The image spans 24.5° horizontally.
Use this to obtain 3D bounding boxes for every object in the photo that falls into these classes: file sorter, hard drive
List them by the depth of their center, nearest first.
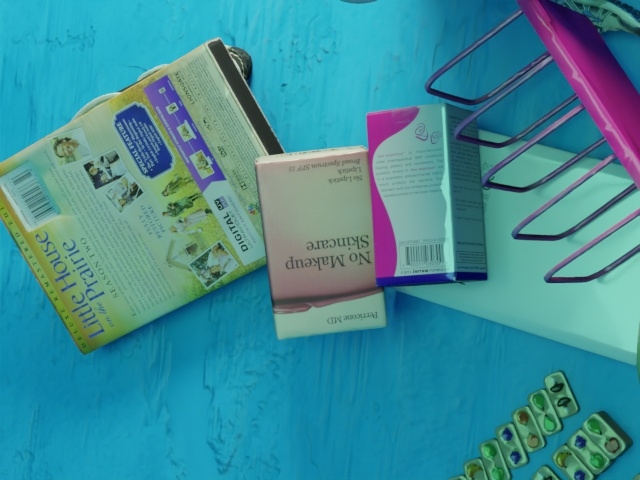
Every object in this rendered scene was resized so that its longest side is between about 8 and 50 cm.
[{"bbox_3d":[0.285,-0.110,1.731,0.182,0.202,0.291,-37,72,23],"label":"file sorter"},{"bbox_3d":[0.269,-0.004,1.869,0.353,0.047,0.233,17,95,27],"label":"hard drive"}]

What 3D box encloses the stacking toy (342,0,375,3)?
[{"bbox_3d":[0.136,-0.396,1.670,0.350,0.480,0.351,16,127,23],"label":"stacking toy"}]

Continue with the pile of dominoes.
[{"bbox_3d":[0.278,0.312,1.858,0.251,0.040,0.196,-48,69,17],"label":"pile of dominoes"}]

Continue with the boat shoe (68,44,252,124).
[{"bbox_3d":[-0.227,-0.187,2.102,0.302,0.091,0.114,-19,102,23],"label":"boat shoe"}]

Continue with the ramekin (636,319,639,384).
[{"bbox_3d":[0.472,0.081,1.631,0.148,0.303,0.303,16,95,33],"label":"ramekin"}]

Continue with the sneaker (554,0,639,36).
[{"bbox_3d":[0.349,-0.277,1.842,0.135,0.052,0.058,32,112,31],"label":"sneaker"}]

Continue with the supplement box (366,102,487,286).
[{"bbox_3d":[0.134,-0.054,1.851,0.111,0.114,0.220,-5,87,28],"label":"supplement box"}]

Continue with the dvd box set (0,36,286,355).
[{"bbox_3d":[-0.241,-0.053,2.065,0.420,0.062,0.308,-27,97,24],"label":"dvd box set"}]

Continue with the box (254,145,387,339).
[{"bbox_3d":[0.000,0.000,1.910,0.148,0.127,0.232,-7,96,-2],"label":"box"}]
